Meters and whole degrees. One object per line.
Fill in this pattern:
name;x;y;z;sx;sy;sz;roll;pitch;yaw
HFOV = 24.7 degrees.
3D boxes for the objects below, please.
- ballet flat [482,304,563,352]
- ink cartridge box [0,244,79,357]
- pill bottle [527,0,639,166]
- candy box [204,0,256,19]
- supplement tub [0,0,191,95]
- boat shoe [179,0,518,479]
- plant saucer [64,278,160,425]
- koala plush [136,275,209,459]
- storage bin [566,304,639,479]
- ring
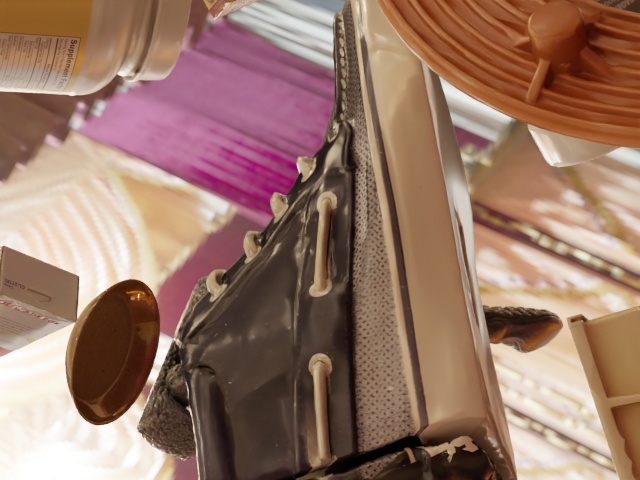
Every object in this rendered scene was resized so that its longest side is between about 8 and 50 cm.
ballet flat;0.200;0.085;1.537;0.173;0.049;0.057;10;-58;-48
ink cartridge box;-0.418;0.083;1.919;0.127;0.175;0.072;27;-128;-40
pill bottle;0.231;-0.272;1.518;0.204;0.204;0.361;-39;-75;-39
candy box;-0.069;-0.379;2.058;0.187;0.053;0.109;-28;4;-16
supplement tub;-0.305;-0.260;1.369;0.331;0.241;0.241;0;-62;-22
boat shoe;0.000;0.000;0.793;0.127;0.158;0.340;62;-162;-51
plant saucer;-0.118;0.060;0.808;0.083;0.015;0.083;-39;-44;-51
koala plush;-0.070;0.157;1.694;0.203;0.221;0.196;-80;14;-70
storage bin;0.302;0.174;1.108;0.262;0.123;0.260;24;-131;-71
ring;0.174;-0.176;0.601;0.336;0.337;0.032;-53;-37;-20
